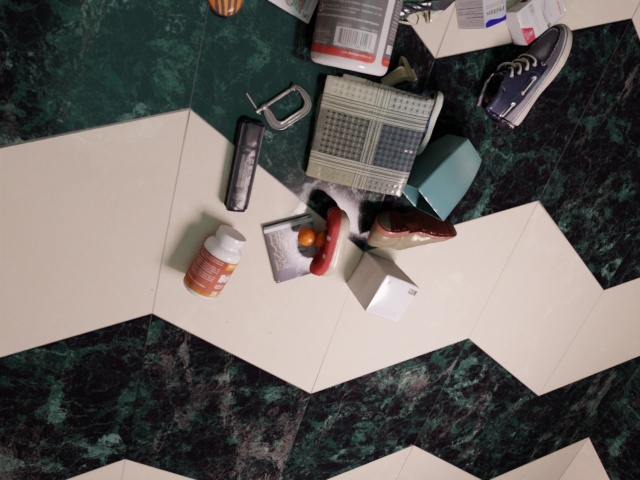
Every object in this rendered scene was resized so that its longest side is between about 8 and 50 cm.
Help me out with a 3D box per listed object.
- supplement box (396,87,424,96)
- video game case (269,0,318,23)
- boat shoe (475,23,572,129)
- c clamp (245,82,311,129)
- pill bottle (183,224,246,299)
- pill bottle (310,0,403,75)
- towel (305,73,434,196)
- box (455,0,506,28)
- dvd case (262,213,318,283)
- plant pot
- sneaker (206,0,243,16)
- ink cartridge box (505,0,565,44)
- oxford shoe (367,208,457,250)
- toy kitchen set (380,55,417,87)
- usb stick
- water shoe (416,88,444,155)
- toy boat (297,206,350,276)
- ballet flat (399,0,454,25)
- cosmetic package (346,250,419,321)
[{"bbox_3d":[0.260,-0.411,1.255,0.056,0.083,0.083,4,115,-18],"label":"supplement box"},{"bbox_3d":[-0.060,-0.667,1.057,0.143,0.019,0.157,19,108,-26],"label":"video game case"},{"bbox_3d":[0.631,-0.528,1.295,0.158,0.127,0.341,14,111,-32],"label":"boat shoe"},{"bbox_3d":[-0.109,-0.390,1.176,0.160,0.022,0.137,-29,121,-3],"label":"c clamp"},{"bbox_3d":[-0.320,0.065,1.273,0.121,0.121,0.216,26,105,-28],"label":"pill bottle"},{"bbox_3d":[0.106,-0.616,1.029,0.210,0.210,0.363,4,114,-20],"label":"pill bottle"},{"bbox_3d":[0.134,-0.308,1.237,0.324,0.056,0.312,13,116,-3],"label":"towel"},{"bbox_3d":[0.446,-0.676,1.163,0.072,0.126,0.137,-25,121,-8],"label":"box"},{"bbox_3d":[-0.092,0.030,1.393,0.164,0.018,0.221,-16,119,-11],"label":"dvd case"},{"bbox_3d":[0.392,-0.221,1.357,0.234,0.166,0.165,-47,120,0],"label":"plant pot"},{"bbox_3d":[-0.217,-0.674,0.907,0.124,0.180,0.321,-7,117,-15],"label":"sneaker"},{"bbox_3d":[0.651,-0.690,1.261,0.150,0.063,0.109,-38,121,2],"label":"ink cartridge box"},{"bbox_3d":[0.322,-0.030,1.470,0.348,0.123,0.130,4,142,-23],"label":"oxford shoe"},{"bbox_3d":[0.230,-0.497,1.238,0.083,0.075,0.068,-14,82,-48],"label":"toy kitchen set"},{"bbox_3d":[-0.224,-0.216,1.212,0.077,0.045,0.278,4,114,-28],"label":"usb stick"},{"bbox_3d":[0.320,-0.375,1.315,0.080,0.073,0.203,18,111,2],"label":"water shoe"},{"bbox_3d":[0.000,0.000,1.337,0.151,0.151,0.231,11,105,-6],"label":"toy boat"},{"bbox_3d":[0.281,-0.641,1.158,0.203,0.074,0.074,-10,118,-7],"label":"ballet flat"},{"bbox_3d":[0.216,0.160,1.465,0.151,0.184,0.151,22,106,-26],"label":"cosmetic package"}]
